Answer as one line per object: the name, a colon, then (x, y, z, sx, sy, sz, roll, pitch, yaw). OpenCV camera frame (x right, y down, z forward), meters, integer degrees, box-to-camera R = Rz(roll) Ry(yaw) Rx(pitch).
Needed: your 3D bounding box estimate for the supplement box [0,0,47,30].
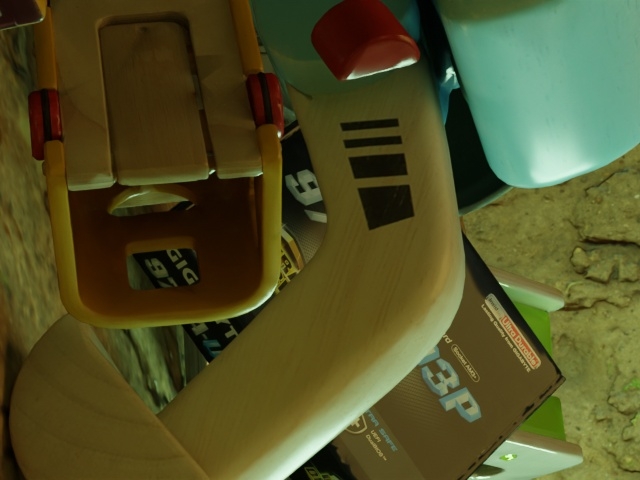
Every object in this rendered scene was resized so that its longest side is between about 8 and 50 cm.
supplement box: (-0.155, -0.153, 0.730, 0.188, 0.104, 0.081, -91, 166, -51)

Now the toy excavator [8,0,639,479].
toy excavator: (0.045, -0.084, 0.942, 0.222, 0.433, 0.445, 66, 8, -51)

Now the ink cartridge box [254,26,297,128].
ink cartridge box: (-0.088, -0.192, 1.155, 0.273, 0.115, 0.198, 67, 16, -50)

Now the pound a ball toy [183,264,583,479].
pound a ball toy: (0.025, 0.114, 1.228, 0.319, 0.136, 0.208, 16, 61, -44)

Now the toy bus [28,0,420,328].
toy bus: (-0.073, -0.055, 0.809, 0.202, 0.191, 0.104, -41, 147, -37)

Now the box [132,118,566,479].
box: (0.019, 0.043, 1.096, 0.175, 0.051, 0.220, -38, 95, -40)

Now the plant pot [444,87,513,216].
plant pot: (0.038, -0.171, 1.507, 0.196, 0.293, 0.293, -152, -135, -69)
